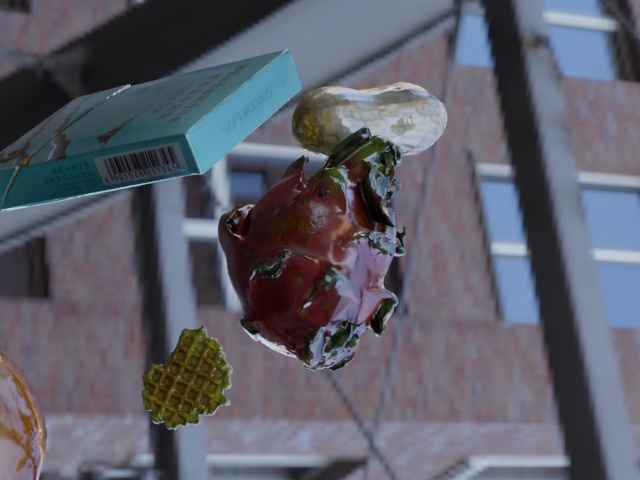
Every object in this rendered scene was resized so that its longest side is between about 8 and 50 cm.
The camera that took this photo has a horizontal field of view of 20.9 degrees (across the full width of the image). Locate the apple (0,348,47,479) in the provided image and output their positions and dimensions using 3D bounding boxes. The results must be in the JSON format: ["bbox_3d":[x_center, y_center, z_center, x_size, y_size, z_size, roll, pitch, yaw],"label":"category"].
[{"bbox_3d":[-0.314,0.180,1.420,0.235,0.173,0.210,-28,-143,62],"label":"apple"}]

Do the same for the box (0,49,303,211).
[{"bbox_3d":[-0.148,-0.085,1.370,0.229,0.162,0.041,-8,-67,35],"label":"box"}]

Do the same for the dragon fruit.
[{"bbox_3d":[0.019,0.009,1.827,0.200,0.269,0.198,44,-20,24],"label":"dragon fruit"}]

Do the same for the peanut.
[{"bbox_3d":[0.059,-0.136,1.977,0.087,0.207,0.087,11,-77,54],"label":"peanut"}]

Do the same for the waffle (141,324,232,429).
[{"bbox_3d":[-0.113,0.118,1.462,0.085,0.016,0.078,-35,-115,10],"label":"waffle"}]
